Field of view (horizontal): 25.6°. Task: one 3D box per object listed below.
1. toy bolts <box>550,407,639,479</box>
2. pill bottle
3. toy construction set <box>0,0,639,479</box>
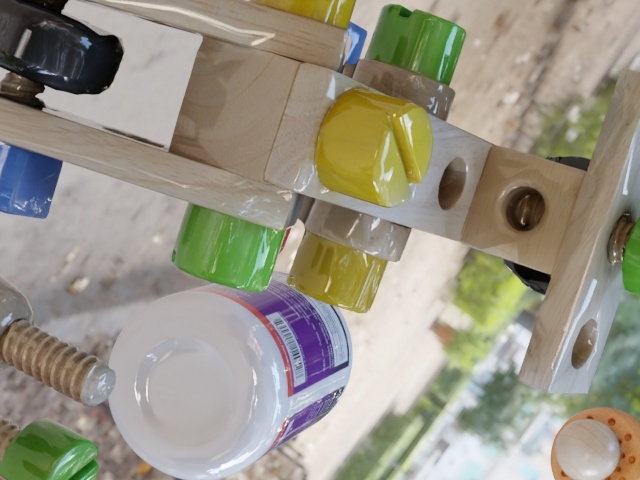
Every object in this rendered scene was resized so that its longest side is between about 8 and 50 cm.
[{"bbox_3d":[0.332,0.258,1.322,0.158,0.228,0.218,32,53,-58],"label":"toy bolts"},{"bbox_3d":[-0.076,0.128,1.457,0.181,0.181,0.323,-56,168,13],"label":"pill bottle"},{"bbox_3d":[0.000,0.000,0.510,0.309,0.237,0.257,-57,154,-17],"label":"toy construction set"}]
